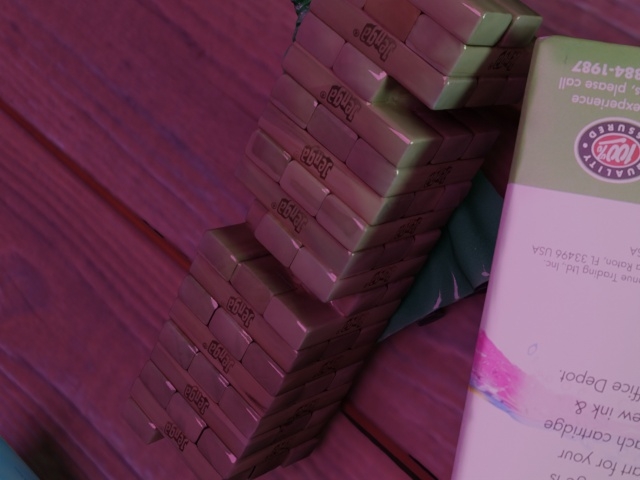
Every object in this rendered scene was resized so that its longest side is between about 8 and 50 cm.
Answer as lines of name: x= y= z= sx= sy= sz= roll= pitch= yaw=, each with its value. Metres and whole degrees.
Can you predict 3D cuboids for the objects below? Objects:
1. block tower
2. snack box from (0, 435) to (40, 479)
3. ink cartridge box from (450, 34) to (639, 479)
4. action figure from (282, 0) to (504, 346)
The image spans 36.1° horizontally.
block tower: x=0.000 y=0.000 z=0.549 sx=0.097 sy=0.091 sz=0.335 roll=44 pitch=122 yaw=25
snack box: x=-0.303 y=0.292 z=0.729 sx=0.322 sy=0.060 sz=0.187 roll=-42 pitch=91 yaw=20
ink cartridge box: x=0.171 y=0.102 z=0.460 sx=0.207 sy=0.119 sz=0.353 roll=11 pitch=90 yaw=14
action figure: x=0.035 y=-0.063 z=0.611 sx=0.137 sy=0.063 sz=0.232 roll=-30 pitch=75 yaw=26
